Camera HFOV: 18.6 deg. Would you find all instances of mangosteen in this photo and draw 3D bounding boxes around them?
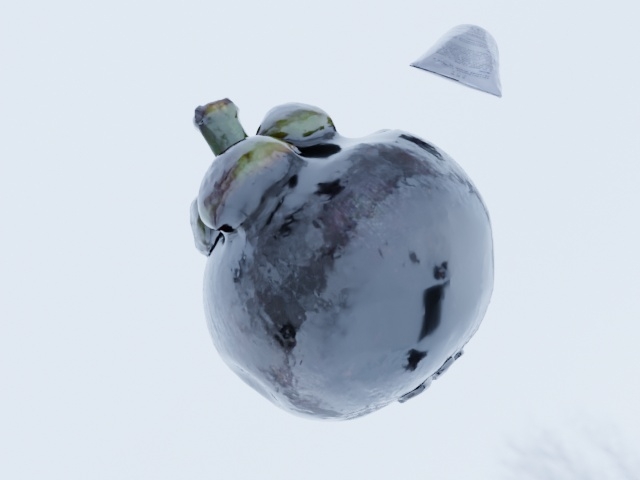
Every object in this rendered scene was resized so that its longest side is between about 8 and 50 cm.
[{"bbox_3d":[0.000,0.000,1.635,0.275,0.302,0.275,-42,-3,-3],"label":"mangosteen"}]

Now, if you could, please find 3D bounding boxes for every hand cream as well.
[{"bbox_3d":[0.126,-0.156,1.730,0.142,0.084,0.053,-63,-8,-66],"label":"hand cream"}]
